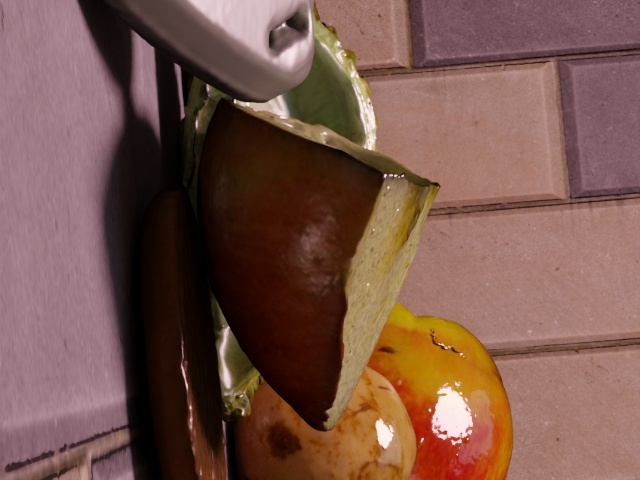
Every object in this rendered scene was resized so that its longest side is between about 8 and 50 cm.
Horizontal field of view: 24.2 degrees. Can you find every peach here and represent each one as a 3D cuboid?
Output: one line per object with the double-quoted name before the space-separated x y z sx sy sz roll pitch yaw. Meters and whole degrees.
"peach" 0.067 0.259 1.924 0.370 0.370 0.370 -4 90 -89

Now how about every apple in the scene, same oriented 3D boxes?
"apple" 0.000 0.000 1.093 0.254 0.179 0.346 62 8 2

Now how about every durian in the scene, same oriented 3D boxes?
"durian" -0.041 -0.039 1.267 0.198 0.163 0.394 71 28 -74

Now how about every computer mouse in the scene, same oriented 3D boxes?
"computer mouse" -0.076 -0.206 0.964 0.331 0.095 0.197 28 67 -65

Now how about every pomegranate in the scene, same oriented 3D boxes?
"pomegranate" -0.005 0.223 1.644 0.215 0.215 0.215 -4 90 -89

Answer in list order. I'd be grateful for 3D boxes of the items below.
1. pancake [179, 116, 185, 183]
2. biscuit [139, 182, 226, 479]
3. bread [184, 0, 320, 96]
"pancake" -0.118 -0.057 1.349 0.115 0.011 0.115 -3 90 -88
"biscuit" -0.097 0.089 1.043 0.262 0.037 0.262 -7 90 -89
"bread" -0.060 -0.152 1.521 0.253 0.142 0.227 79 -1 -66
